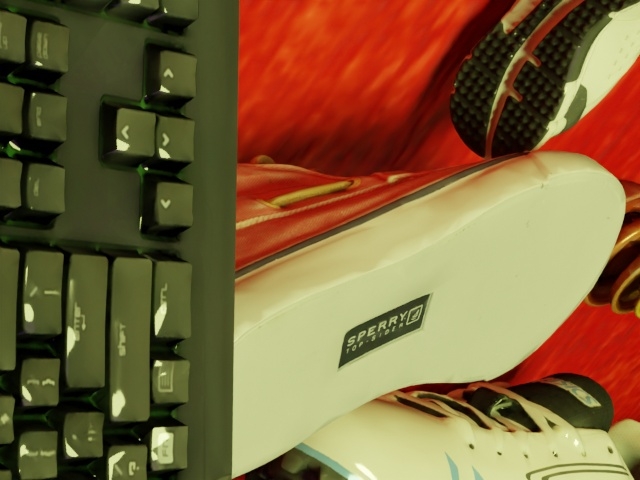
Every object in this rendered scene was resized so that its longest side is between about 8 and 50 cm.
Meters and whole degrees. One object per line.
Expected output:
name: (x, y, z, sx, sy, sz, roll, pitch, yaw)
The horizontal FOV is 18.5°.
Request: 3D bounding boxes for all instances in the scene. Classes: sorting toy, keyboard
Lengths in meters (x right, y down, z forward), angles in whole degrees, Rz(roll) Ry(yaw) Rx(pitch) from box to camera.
sorting toy: (0.126, -0.004, 0.665, 0.102, 0.042, 0.061, -35, 150, -8)
keyboard: (-0.077, 0.054, 0.328, 0.201, 0.033, 0.317, 5, 84, -51)

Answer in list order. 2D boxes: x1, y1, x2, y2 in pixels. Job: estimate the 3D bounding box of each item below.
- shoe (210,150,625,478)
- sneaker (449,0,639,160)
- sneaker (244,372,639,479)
shoe: (0.000, 0.000, 0.500, 0.178, 0.081, 0.063, -20, 133, -45)
sneaker: (0.076, -0.069, 0.534, 0.109, 0.040, 0.044, -52, 163, 30)
sneaker: (0.052, 0.076, 0.672, 0.237, 0.085, 0.086, 24, 87, -54)
